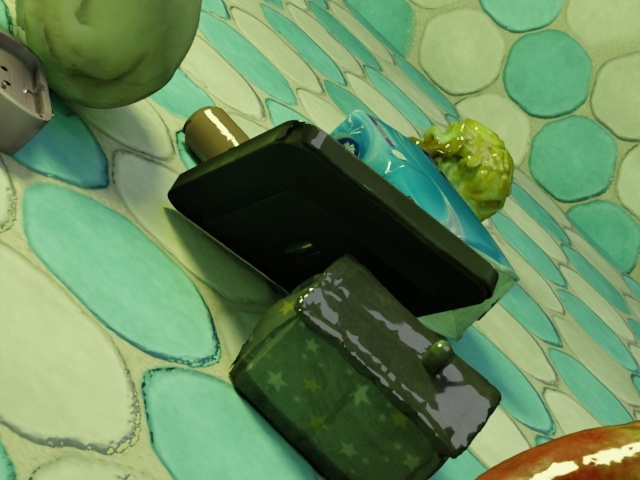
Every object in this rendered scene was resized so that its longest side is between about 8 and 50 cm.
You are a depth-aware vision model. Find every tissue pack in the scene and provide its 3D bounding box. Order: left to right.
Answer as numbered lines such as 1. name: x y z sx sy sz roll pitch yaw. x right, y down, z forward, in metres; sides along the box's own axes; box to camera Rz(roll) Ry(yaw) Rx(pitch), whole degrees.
1. tissue pack: 0.114 -0.023 1.764 0.198 0.146 0.263 28 22 -45

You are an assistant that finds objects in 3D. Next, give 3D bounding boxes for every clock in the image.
1. clock: -0.310 -0.150 1.225 0.110 0.050 0.153 34 18 -32
2. clock: 0.003 0.002 1.330 0.273 0.049 0.279 36 -27 -21

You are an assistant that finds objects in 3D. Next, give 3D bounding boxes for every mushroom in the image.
1. mushroom: -0.246 -0.321 1.393 0.356 0.315 0.315 49 17 17

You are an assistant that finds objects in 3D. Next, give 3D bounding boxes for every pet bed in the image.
1. pet bed: 0.046 0.120 1.216 0.211 0.159 0.183 46 16 4

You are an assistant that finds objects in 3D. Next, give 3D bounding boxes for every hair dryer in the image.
1. hair dryer: -0.091 -0.096 1.626 0.117 0.064 0.181 49 9 21

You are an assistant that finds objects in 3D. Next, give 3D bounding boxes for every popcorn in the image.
1. popcorn: 0.213 -0.113 2.205 0.212 0.198 0.198 25 21 -13

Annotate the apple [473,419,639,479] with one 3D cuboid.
1. apple: 0.248 0.308 0.897 0.364 0.364 0.364 40 16 -14
